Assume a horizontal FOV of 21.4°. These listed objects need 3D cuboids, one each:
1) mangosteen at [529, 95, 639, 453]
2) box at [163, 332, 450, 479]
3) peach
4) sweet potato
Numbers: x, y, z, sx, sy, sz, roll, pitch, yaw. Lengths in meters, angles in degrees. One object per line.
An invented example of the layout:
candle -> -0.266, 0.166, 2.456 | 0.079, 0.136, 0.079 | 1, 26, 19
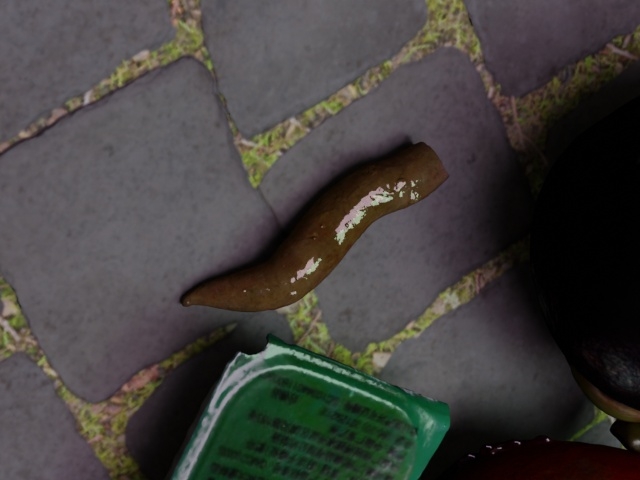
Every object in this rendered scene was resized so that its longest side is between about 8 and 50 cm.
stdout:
mangosteen -> 0.398, 0.047, 1.666 | 0.382, 0.382, 0.435 | -22, 124, -21
box -> -0.060, 0.257, 1.635 | 0.264, 0.106, 0.336 | 25, 95, -32
peach -> 0.259, 0.345, 1.699 | 0.362, 0.201, 0.257 | -3, 130, 0
sweet potato -> 0.000, 0.000, 1.606 | 0.281, 0.059, 0.067 | -39, 112, -13
